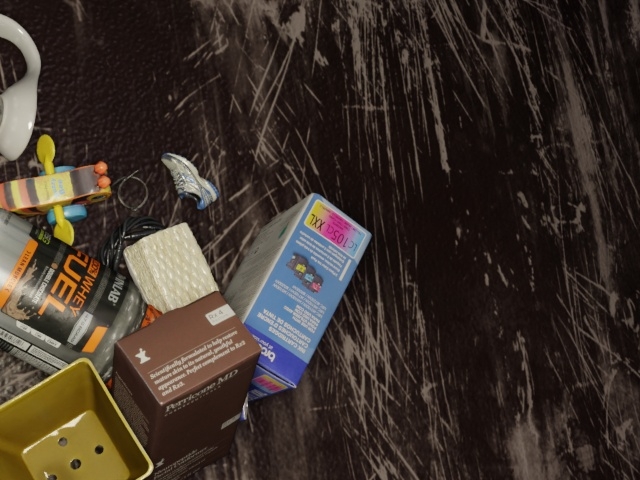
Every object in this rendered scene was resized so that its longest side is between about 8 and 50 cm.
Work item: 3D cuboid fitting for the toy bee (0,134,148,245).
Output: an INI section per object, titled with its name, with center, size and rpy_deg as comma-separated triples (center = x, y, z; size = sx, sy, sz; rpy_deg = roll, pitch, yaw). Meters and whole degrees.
[toy bee]
center = -0.441, -0.102, 1.716
size = 0.298, 0.162, 0.195
rpy_deg = -35, 94, -30

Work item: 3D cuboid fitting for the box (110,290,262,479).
[box]
center = -0.234, 0.267, 1.604
size = 0.191, 0.381, 0.143
rpy_deg = -27, 63, -30

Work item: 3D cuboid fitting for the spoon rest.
[spoon rest]
center = -0.541, -0.271, 1.732
size = 0.084, 0.137, 0.276
rpy_deg = 7, 62, -38

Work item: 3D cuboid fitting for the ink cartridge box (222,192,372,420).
[ink cartridge box]
center = -0.095, 0.138, 1.777
size = 0.151, 0.270, 0.395
rpy_deg = 36, 64, -12

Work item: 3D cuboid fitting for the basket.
[basket]
center = -0.264, 0.062, 1.750
size = 0.113, 0.103, 0.167
rpy_deg = -23, 86, -30

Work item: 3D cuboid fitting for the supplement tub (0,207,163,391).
[supplement tub]
center = -0.450, 0.110, 1.634
size = 0.338, 0.207, 0.207
rpy_deg = 32, 66, -19

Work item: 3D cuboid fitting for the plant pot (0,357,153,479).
[plant pot]
center = -0.403, 0.346, 1.547
size = 0.212, 0.187, 0.212
rpy_deg = -31, 76, -16

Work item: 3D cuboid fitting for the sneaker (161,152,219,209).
[sneaker]
center = -0.260, -0.113, 1.878
size = 0.135, 0.052, 0.058
rpy_deg = 43, 67, -12

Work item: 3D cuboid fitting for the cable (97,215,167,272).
[cable]
center = -0.337, 0.041, 1.801
size = 0.150, 0.047, 0.184
rpy_deg = 45, 63, -13
